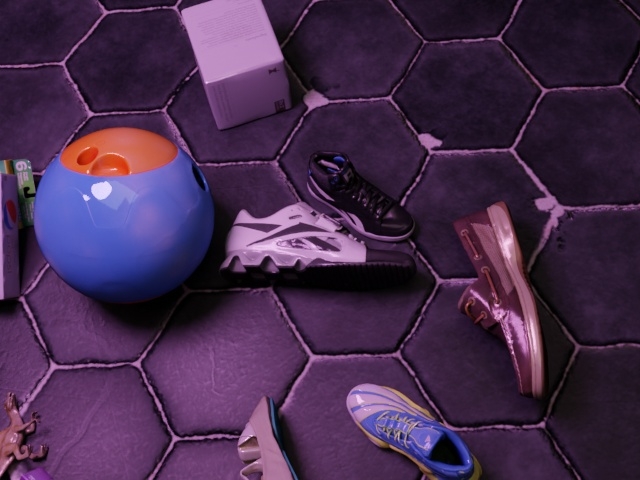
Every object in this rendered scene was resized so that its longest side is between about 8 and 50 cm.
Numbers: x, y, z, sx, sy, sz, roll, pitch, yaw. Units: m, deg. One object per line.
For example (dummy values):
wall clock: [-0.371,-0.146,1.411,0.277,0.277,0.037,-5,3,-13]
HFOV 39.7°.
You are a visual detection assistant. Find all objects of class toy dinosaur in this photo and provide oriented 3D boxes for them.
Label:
toy dinosaur: [-0.490,0.334,1.414,0.092,0.053,0.183,-6,55,18]

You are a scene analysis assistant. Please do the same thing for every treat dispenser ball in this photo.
treat dispenser ball: [-0.318,-0.041,1.445,0.288,0.288,0.288,-2,63,3]

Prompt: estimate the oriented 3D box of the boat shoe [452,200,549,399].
boat shoe: [0.284,0.100,1.435,0.123,0.123,0.342,-15,63,12]

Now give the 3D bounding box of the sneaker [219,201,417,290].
sneaker: [0.000,0.000,1.494,0.330,0.122,0.146,5,66,6]

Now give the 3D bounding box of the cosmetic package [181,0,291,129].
cosmetic package: [-0.155,-0.338,1.657,0.151,0.151,0.184,-18,62,-4]

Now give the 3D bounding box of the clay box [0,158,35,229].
clay box: [-0.624,-0.071,1.584,0.221,0.053,0.128,-9,96,1]

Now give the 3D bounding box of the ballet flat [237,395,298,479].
ballet flat: [-0.084,0.320,1.312,0.086,0.086,0.248,-19,29,-5]

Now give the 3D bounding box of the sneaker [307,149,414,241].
sneaker: [0.063,-0.081,1.530,0.216,0.121,0.079,29,70,17]

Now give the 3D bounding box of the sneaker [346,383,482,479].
sneaker: [0.143,0.283,1.340,0.240,0.126,0.091,32,70,18]

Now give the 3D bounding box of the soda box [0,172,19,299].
soda box: [-0.563,-0.007,1.518,0.069,0.074,0.216,-2,91,4]

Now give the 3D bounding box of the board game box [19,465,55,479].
board game box: [-0.330,0.508,1.245,0.346,0.056,0.208,35,105,20]
